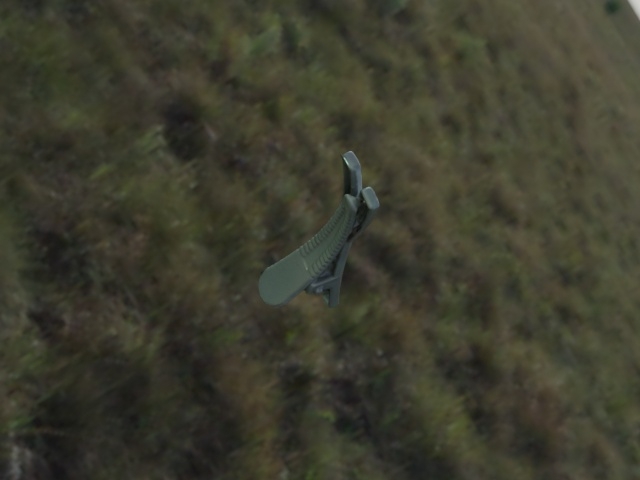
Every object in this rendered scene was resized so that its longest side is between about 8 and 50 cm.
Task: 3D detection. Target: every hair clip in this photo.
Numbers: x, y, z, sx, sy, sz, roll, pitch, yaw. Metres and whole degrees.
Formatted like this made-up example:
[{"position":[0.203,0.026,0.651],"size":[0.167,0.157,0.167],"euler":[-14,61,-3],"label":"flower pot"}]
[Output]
[{"position":[0.001,0.001,0.625],"size":[0.030,0.039,0.115],"euler":[56,-28,17],"label":"hair clip"}]
